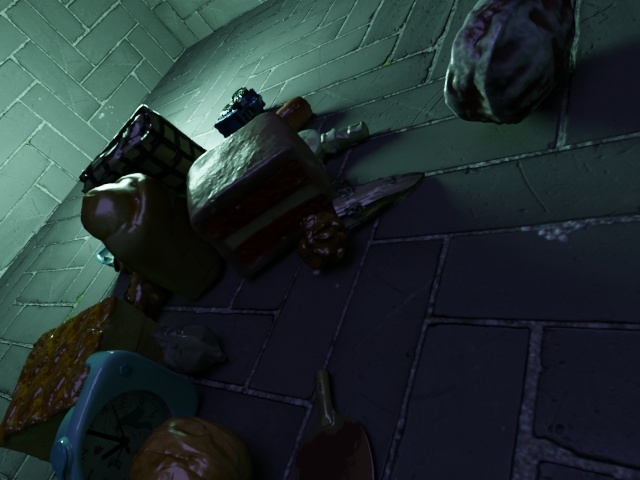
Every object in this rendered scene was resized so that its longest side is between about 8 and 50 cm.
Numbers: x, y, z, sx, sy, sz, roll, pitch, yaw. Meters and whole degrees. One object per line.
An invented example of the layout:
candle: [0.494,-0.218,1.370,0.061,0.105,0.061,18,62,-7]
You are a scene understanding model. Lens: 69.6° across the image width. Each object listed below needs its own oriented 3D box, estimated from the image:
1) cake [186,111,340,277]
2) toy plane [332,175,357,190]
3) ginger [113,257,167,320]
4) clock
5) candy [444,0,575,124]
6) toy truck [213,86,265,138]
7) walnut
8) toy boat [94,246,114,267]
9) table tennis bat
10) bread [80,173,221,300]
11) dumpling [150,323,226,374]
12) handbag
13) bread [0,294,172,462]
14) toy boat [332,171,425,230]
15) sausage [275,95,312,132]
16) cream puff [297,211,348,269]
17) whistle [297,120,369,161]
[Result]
cake: [-0.134,-0.110,1.060,0.309,0.237,0.230,-36,39,6]
toy plane: [0.052,-0.126,1.023,0.078,0.084,0.024,36,102,28]
ginger: [-0.494,0.112,1.280,0.133,0.107,0.309,-31,40,-13]
clock: [-0.351,0.346,0.805,0.094,0.223,0.273,-11,47,37]
candy: [0.355,-0.345,0.843,0.289,0.214,0.157,-53,40,-10]
toy truck: [-0.271,-0.440,1.626,0.126,0.113,0.208,1,55,43]
walnut: [-0.198,0.358,0.711,0.207,0.159,0.159,-4,51,33]
toy boat: [-0.595,0.006,1.462,0.332,0.133,0.145,-22,42,28]
table tennis bat: [0.013,0.299,0.682,0.131,0.022,0.234,-31,39,18]
bread: [-0.417,-0.043,1.169,0.210,0.341,0.300,-50,31,3]
dumpling: [-0.283,0.219,0.953,0.188,0.127,0.108,4,69,42]
handbag: [-0.523,-0.205,1.441,0.327,0.325,0.162,-35,54,14]
bread: [-0.492,0.309,0.992,0.279,0.207,0.278,-29,40,17]
toy boat: [0.119,-0.094,0.950,0.211,0.066,0.084,-24,51,7]
sausage: [-0.180,-0.267,1.382,0.419,0.094,0.094,-50,21,-9]
cream puff: [0.000,0.000,0.921,0.094,0.122,0.115,-9,59,-16]
whistle: [0.005,-0.247,1.209,0.258,0.067,0.125,-16,57,26]
